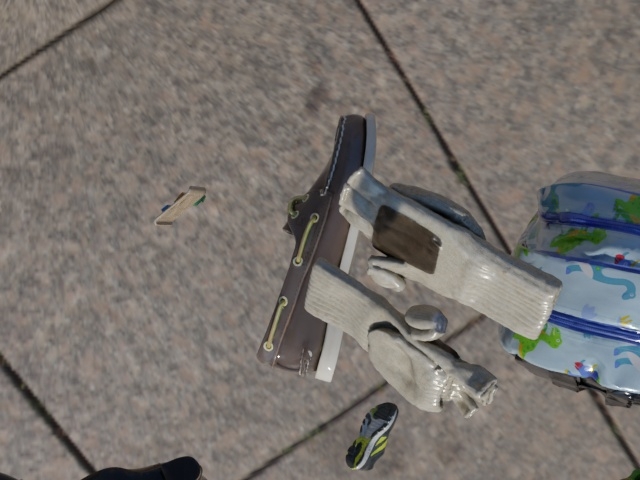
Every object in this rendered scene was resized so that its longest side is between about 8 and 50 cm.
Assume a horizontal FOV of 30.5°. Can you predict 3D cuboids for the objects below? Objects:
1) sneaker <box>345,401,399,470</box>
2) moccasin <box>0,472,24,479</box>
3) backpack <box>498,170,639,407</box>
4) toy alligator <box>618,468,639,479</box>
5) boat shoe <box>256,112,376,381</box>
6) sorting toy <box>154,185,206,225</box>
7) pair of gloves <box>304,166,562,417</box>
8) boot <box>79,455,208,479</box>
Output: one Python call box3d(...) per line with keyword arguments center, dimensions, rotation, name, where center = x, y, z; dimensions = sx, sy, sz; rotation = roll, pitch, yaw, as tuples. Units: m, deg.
box3d(center=(0.059, 0.212, 1.263), dimensions=(0.083, 0.031, 0.035), rotation=(-54, 139, -1), name="sneaker")
box3d(center=(-0.475, 0.418, 1.386), dimensions=(0.117, 0.137, 0.342), rotation=(40, 73, -37), name="moccasin")
box3d(center=(0.307, 0.045, 1.167), dimensions=(0.290, 0.355, 0.273), rotation=(20, 117, 20), name="backpack")
box3d(center=(0.355, 0.302, 1.369), dimensions=(0.190, 0.051, 0.056), rotation=(-46, 118, -42), name="toy alligator")
box3d(center=(0.000, 0.000, 1.392), dimensions=(0.096, 0.116, 0.324), rotation=(11, 87, 3), name="boat shoe")
box3d(center=(-0.160, -0.042, 1.366), dimensions=(0.062, 0.083, 0.012), rotation=(-43, 82, 10), name="sorting toy")
box3d(center=(0.082, 0.056, 1.014), dimensions=(0.204, 0.240, 0.042), rotation=(37, 54, 11), name="pair of gloves")
box3d(center=(-0.140, 0.205, 0.939), dimensions=(0.106, 0.114, 0.037), rotation=(-10, 71, -5), name="boot")
